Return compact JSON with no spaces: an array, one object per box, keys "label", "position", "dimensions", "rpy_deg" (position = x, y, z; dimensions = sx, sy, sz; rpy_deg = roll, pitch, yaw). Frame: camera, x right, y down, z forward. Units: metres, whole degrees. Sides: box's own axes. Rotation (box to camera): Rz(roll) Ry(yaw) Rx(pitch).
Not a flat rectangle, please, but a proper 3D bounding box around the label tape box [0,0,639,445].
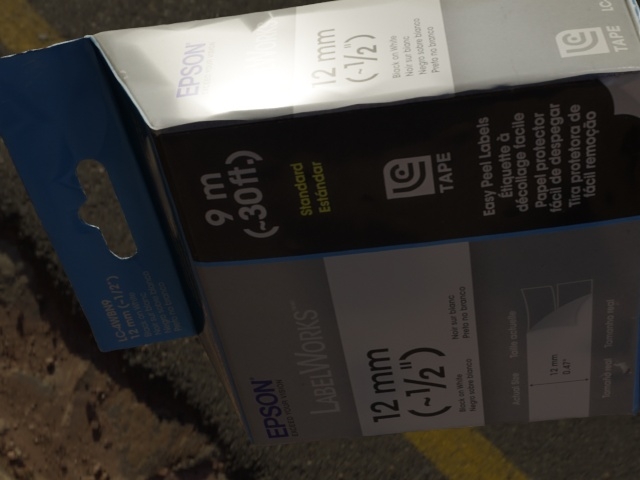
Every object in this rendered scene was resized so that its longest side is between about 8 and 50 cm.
[{"label":"label tape box","position":[0.000,0.000,0.598],"dimensions":[0.348,0.249,0.115],"rpy_deg":[-8,42,5]}]
